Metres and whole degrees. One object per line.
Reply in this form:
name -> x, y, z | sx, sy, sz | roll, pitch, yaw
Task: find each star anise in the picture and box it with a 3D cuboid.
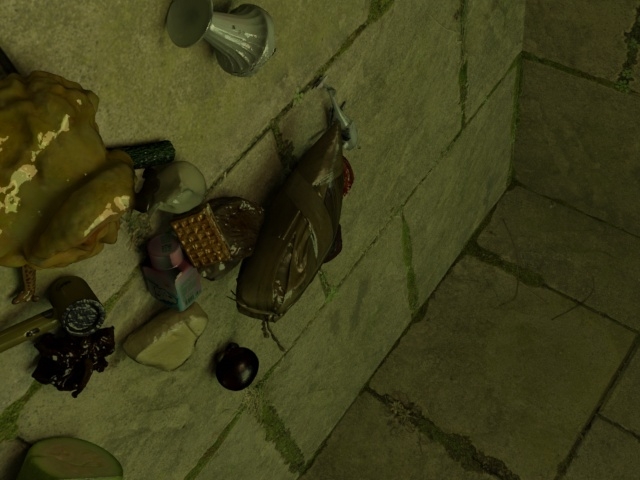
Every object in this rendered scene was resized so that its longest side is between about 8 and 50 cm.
star anise -> -0.555, 0.265, 1.610 | 0.190, 0.126, 0.220 | -57, 151, -15

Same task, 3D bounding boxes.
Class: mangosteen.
mangosteen -> -0.274, 0.402, 2.235 | 0.152, 0.152, 0.152 | -41, 147, -34

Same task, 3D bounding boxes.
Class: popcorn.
popcorn -> -0.441, -0.106, 1.181 | 0.349, 0.382, 0.349 | 11, 90, -75

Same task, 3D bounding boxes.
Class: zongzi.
zongzi -> -0.092, -0.031, 1.854 | 0.500, 0.218, 0.467 | -60, 164, -49

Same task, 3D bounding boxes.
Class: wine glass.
wine glass -> -0.212, -0.445, 1.488 | 0.196, 0.165, 0.165 | 1, 115, -56

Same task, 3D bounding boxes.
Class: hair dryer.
hair dryer -> -0.604, 0.174, 1.463 | 0.279, 0.135, 0.090 | -26, 126, -23

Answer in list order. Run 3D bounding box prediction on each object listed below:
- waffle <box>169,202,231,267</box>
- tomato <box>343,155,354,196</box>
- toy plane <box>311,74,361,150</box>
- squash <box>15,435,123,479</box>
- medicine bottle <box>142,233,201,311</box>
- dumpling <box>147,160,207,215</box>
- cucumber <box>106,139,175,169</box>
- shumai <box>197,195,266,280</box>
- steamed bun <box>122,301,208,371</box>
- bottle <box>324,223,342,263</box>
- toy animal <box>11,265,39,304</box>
waffle -> -0.286, -0.009, 1.675 | 0.042, 0.102, 0.148 | -84, 153, -61
tomato -> -0.007, -0.186, 2.164 | 0.228, 0.101, 0.228 | -33, 144, -28
toy plane -> 0.062, -0.376, 2.093 | 0.182, 0.107, 0.273 | -45, 146, -39
squash -> -0.662, 0.663, 1.713 | 0.234, 0.210, 0.309 | 17, 96, -49
medicine bottle -> -0.375, 0.075, 1.740 | 0.094, 0.119, 0.188 | -47, 150, -35
dumpling -> -0.341, -0.111, 1.626 | 0.155, 0.111, 0.181 | -30, 165, 9
cucumber -> -0.400, -0.181, 1.520 | 0.187, 0.058, 0.058 | -22, 134, -54
shumai -> -0.274, -0.010, 1.842 | 0.185, 0.184, 0.218 | -31, -153, 36
steamed bun -> -0.401, 0.243, 1.870 | 0.212, 0.110, 0.231 | -40, 154, -3
bottle -> 0.000, 0.000, 2.306 | 0.156, 0.143, 0.271 | -40, 165, 12
toy animal -> -0.597, 0.017, 1.374 | 0.149, 0.054, 0.275 | -46, 151, -23
